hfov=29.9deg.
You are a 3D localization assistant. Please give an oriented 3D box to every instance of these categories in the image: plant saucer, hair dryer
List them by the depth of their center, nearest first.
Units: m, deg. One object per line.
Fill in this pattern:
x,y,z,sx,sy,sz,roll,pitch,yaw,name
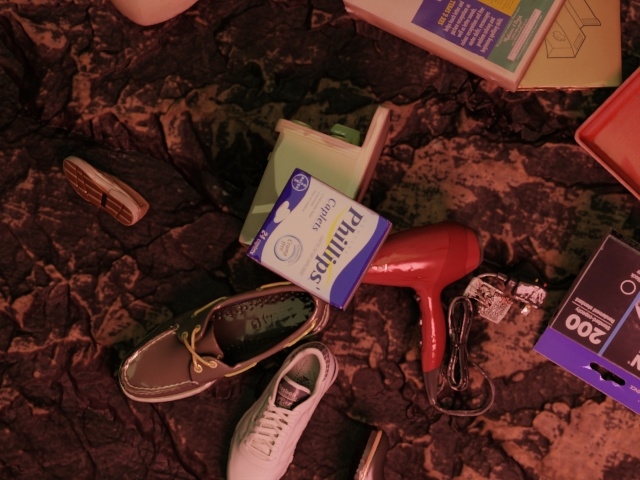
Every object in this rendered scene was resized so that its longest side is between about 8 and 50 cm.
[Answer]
0.150,0.085,1.563,0.294,0.080,0.223,33,83,-14,hair dryer
0.520,-0.140,1.633,0.258,0.048,0.259,44,85,7,plant saucer

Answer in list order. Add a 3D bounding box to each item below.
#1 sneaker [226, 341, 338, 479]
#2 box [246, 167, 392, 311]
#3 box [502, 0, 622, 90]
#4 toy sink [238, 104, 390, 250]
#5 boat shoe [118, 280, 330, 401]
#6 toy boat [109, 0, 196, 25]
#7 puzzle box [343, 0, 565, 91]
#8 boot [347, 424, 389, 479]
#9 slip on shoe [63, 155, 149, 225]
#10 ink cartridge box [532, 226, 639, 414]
-0.059,0.236,1.584,0.090,0.095,0.235,27,86,4,sneaker
0.000,0.000,1.470,0.137,0.072,0.126,29,85,5,box
0.334,-0.308,1.675,0.165,0.021,0.201,0,83,3,box
-0.009,-0.078,1.593,0.131,0.153,0.234,21,85,5,toy sink
-0.134,0.130,1.600,0.305,0.091,0.109,-23,82,-1,boat shoe
-0.154,-0.405,1.659,0.318,0.148,0.267,12,78,11,toy boat
0.244,-0.440,1.665,0.272,0.052,0.408,29,85,12,puzzle box
0.098,0.352,1.580,0.137,0.077,0.197,14,97,-1,boot
-0.296,-0.074,1.661,0.135,0.051,0.041,34,45,14,slip on shoe
0.410,0.121,1.557,0.206,0.045,0.208,31,114,8,ink cartridge box
